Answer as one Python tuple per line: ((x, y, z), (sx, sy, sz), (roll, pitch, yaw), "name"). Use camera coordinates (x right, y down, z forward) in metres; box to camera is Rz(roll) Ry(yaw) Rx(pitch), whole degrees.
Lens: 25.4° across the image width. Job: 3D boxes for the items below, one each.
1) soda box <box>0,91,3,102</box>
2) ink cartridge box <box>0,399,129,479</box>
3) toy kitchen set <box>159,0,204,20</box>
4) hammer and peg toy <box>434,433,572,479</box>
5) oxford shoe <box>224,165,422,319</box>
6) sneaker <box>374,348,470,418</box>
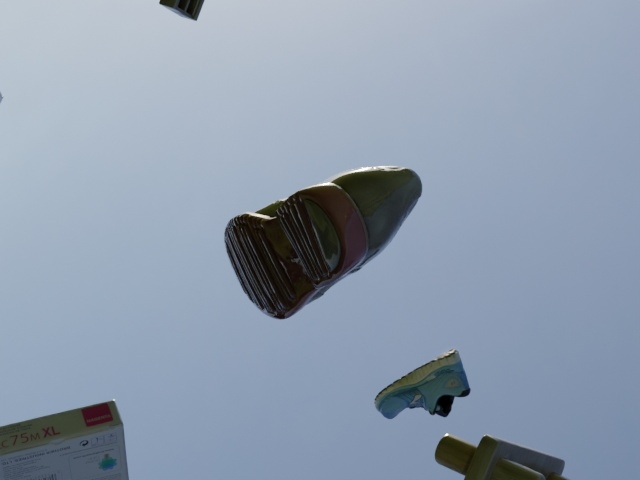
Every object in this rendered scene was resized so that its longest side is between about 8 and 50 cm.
((-0.522, -0.196, 1.649), (0.098, 0.286, 0.091), (105, 8, -79), "soda box")
((-0.368, 0.372, 2.045), (0.185, 0.311, 0.065), (-12, -140, -15), "ink cartridge box")
((-0.066, -0.203, 1.126), (0.083, 0.068, 0.075), (21, -90, 29), "toy kitchen set")
((0.168, 0.402, 1.619), (0.127, 0.266, 0.361), (21, -92, 29), "hammer and peg toy")
((0.000, 0.000, 1.509), (0.130, 0.123, 0.348), (-27, -176, -25), "oxford shoe")
((0.132, 0.203, 1.830), (0.063, 0.073, 0.162), (-24, 171, -42), "sneaker")
